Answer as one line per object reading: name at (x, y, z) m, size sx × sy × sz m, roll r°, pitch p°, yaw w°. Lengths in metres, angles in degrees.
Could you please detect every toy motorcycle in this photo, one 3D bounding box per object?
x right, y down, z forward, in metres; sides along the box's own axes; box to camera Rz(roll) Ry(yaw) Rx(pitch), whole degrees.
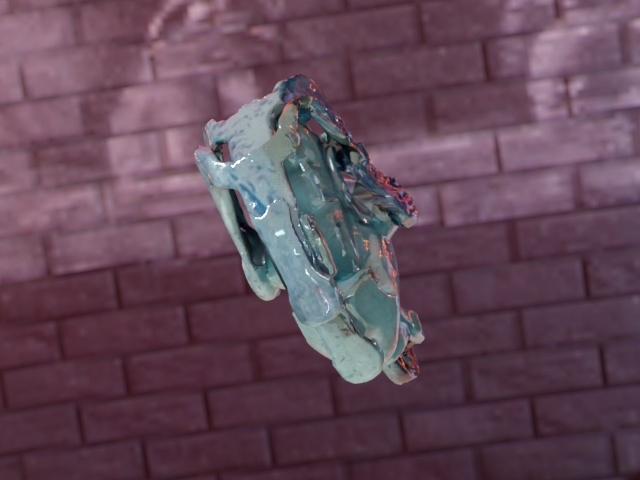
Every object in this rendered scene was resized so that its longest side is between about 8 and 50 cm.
toy motorcycle at (0.000, 0.000, 1.545) m, size 0.154 × 0.260 × 0.206 m, roll -28°, pitch -10°, yaw 12°
